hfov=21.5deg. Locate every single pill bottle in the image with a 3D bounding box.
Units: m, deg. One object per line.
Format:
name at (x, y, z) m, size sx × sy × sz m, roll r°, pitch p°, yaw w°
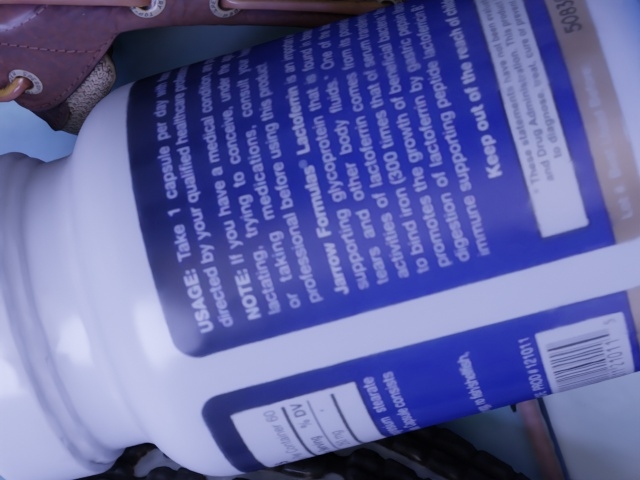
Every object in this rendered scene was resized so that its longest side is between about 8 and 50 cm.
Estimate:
pill bottle at (0.000, 0.000, 0.620) m, size 0.264 × 0.153 × 0.153 m, roll -15°, pitch 93°, yaw 7°

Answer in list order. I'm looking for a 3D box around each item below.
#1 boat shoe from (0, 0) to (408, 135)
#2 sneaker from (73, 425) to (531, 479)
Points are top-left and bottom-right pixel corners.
boat shoe at (-0.109, -0.099, 0.661) m, size 0.342 × 0.123 × 0.123 m, roll -9°, pitch 106°, yaw -4°
sneaker at (0.057, 0.193, 0.665) m, size 0.410 × 0.158 × 0.182 m, roll 19°, pitch 116°, yaw 12°
